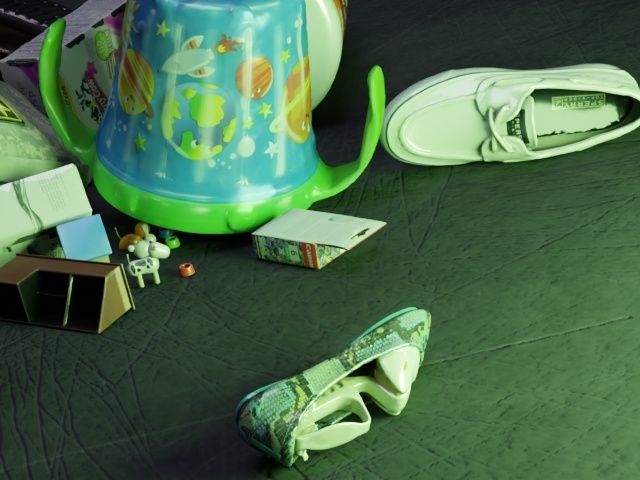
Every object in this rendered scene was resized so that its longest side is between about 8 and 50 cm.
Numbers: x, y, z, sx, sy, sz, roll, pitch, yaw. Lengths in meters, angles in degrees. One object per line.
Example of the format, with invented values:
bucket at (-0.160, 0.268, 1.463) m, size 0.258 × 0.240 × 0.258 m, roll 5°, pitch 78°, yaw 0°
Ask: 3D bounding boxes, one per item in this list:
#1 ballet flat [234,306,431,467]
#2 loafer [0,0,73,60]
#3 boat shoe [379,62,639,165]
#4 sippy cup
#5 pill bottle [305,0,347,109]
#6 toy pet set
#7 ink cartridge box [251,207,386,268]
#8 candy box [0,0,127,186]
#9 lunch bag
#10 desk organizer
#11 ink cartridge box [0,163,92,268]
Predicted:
ballet flat at (0.026, 0.111, 1.104) m, size 0.188 × 0.070 × 0.070 m, roll -28°, pitch 28°, yaw -31°
loafer at (-0.488, -0.292, 2.190) m, size 0.366 × 0.130 × 0.134 m, roll 16°, pitch 19°, yaw 20°
boat shoe at (0.194, -0.120, 1.514) m, size 0.268 × 0.096 × 0.088 m, roll -4°, pitch 18°, yaw -5°
sippy cup at (-0.107, -0.157, 1.491) m, size 0.306 × 0.224 × 0.240 m, roll -9°, pitch 32°, yaw -24°
pill bottle at (-0.077, -0.294, 1.867) m, size 0.224 × 0.224 × 0.392 m, roll -8°, pitch 24°, yaw 7°
toy pet set at (-0.190, -0.003, 1.442) m, size 0.114 × 0.065 × 0.122 m, roll -16°, pitch 23°, yaw -12°
ink cartridge box at (0.000, 0.000, 1.397) m, size 0.115 × 0.029 × 0.063 m, roll 10°, pitch 30°, yaw 38°
candy box at (-0.261, -0.179, 1.753) m, size 0.071 × 0.159 × 0.233 m, roll 1°, pitch 29°, yaw 27°
lunch bag at (-0.407, -0.096, 1.550) m, size 0.287 × 0.168 × 0.235 m, roll 7°, pitch 1°, yaw 25°
desk organizer at (-0.238, 0.048, 1.373) m, size 0.130 × 0.047 × 0.050 m, roll 5°, pitch 30°, yaw 33°
ink cartridge box at (-0.292, -0.012, 1.461) m, size 0.135 × 0.056 × 0.099 m, roll -19°, pitch -19°, yaw -18°
